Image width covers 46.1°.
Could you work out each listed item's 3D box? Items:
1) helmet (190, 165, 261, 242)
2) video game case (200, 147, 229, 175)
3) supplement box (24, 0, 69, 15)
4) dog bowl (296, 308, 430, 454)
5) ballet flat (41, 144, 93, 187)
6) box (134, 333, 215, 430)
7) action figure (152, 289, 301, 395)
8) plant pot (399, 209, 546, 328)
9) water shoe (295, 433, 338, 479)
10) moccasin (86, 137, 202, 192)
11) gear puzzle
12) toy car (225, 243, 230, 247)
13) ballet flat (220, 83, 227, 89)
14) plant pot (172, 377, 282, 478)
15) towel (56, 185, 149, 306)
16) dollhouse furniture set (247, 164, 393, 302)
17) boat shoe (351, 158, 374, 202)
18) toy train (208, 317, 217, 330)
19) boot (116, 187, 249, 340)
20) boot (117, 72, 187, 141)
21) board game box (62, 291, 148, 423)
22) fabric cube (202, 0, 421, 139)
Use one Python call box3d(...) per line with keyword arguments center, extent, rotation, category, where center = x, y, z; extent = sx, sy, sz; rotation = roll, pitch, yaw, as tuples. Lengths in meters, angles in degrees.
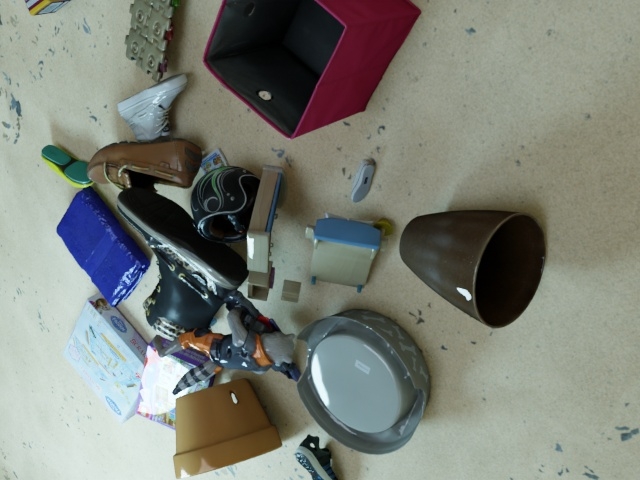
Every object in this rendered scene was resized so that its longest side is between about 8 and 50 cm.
box3d(center=(-0.217, -0.092, 1.750), extent=(0.169, 0.169, 0.162), rotation=(-40, 41, 41), category="helmet")
box3d(center=(-0.248, -0.157, 1.864), extent=(0.087, 0.011, 0.122), rotation=(-27, 92, 42), category="video game case")
box3d(center=(-0.734, -0.696, 1.957), extent=(0.104, 0.080, 0.188), rotation=(-12, 102, 41), category="supplement box")
box3d(center=(0.098, 0.317, 1.742), extent=(0.348, 0.102, 0.349), rotation=(16, 118, 31), category="dog bowl")
box3d(center=(-0.722, -0.201, 2.183), extent=(0.231, 0.077, 0.077), rotation=(32, 147, 26), category="ballet flat")
box3d(center=(-0.421, 0.429, 2.188), extent=(0.200, 0.057, 0.293), rotation=(23, 124, 5), category="box")
box3d(center=(-0.191, 0.293, 1.819), extent=(0.330, 0.179, 0.341), rotation=(-17, 128, 30), category="action figure")
box3d(center=(0.268, 0.027, 1.433), extent=(0.230, 0.215, 0.216), rotation=(21, 122, 46), category="plant pot")
box3d(center=(0.010, 0.583, 1.953), extent=(0.072, 0.080, 0.203), rotation=(5, 137, 40), category="water shoe")
box3d(center=(-0.462, -0.170, 1.932), extent=(0.379, 0.139, 0.147), rotation=(2, 76, 30), category="moccasin")
box3d(center=(-0.380, -0.559, 1.768), extent=(0.175, 0.044, 0.339), rotation=(40, 126, 34), category="gear puzzle")
box3d(center=(-0.284, -0.044, 1.882), extent=(0.239, 0.053, 0.225), rotation=(34, 121, 16), category="toy car")
box3d(center=(-0.142, -0.482, 1.584), extent=(0.124, 0.116, 0.342), rotation=(57, 135, 31), category="ballet flat")
box3d(center=(-0.267, 0.492, 2.005), extent=(0.290, 0.290, 0.204), rotation=(-26, 77, 42), category="plant pot")
box3d(center=(-0.633, 0.015, 2.206), extent=(0.308, 0.076, 0.228), rotation=(50, 124, 10), category="towel")
box3d(center=(0.000, 0.000, 1.706), extent=(0.303, 0.198, 0.286), rotation=(9, 143, 2), category="dollhouse furniture set")
box3d(center=(0.085, -0.128, 1.606), extent=(0.035, 0.035, 0.100), rotation=(57, 143, 41), category="boat shoe")
box3d(center=(-0.366, 0.189, 2.066), extent=(0.184, 0.080, 0.105), rotation=(30, 119, 25), category="toy train")
box3d(center=(-0.380, 0.071, 1.869), extent=(0.377, 0.138, 0.284), rotation=(34, 124, 5), category="boot")
box3d(center=(-0.395, -0.323, 1.866), extent=(0.258, 0.095, 0.123), rotation=(-10, 113, 45), category="boot")
box3d(center=(-0.661, 0.376, 2.384), extent=(0.319, 0.066, 0.318), rotation=(47, 130, 11), category="board game box")
box3d(center=(-0.020, -0.386, 1.421), extent=(0.254, 0.258, 0.259), rotation=(42, 129, 15), category="fabric cube")
